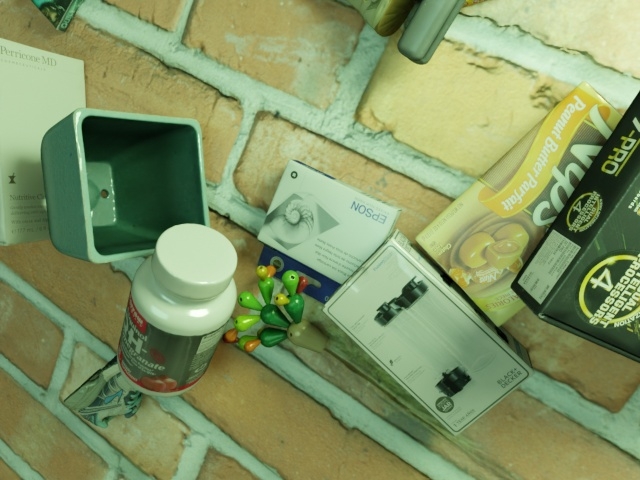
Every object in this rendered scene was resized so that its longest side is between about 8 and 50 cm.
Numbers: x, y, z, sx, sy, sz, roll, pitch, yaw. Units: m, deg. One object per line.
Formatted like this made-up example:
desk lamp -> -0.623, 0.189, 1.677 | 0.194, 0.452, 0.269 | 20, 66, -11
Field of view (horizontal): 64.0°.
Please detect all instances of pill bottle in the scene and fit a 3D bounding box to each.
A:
pill bottle -> -0.251, 0.126, 0.908 | 0.176, 0.176, 0.319 | 40, 130, 14

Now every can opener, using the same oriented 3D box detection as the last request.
can opener -> 0.223, -0.376, 0.729 | 0.095, 0.076, 0.283 | 37, 111, 15

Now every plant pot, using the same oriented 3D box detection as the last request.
plant pot -> -0.392, -0.096, 0.972 | 0.252, 0.247, 0.248 | 0, 96, 39

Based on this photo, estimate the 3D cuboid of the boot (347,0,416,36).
boot -> 0.102, -0.450, 0.786 | 0.165, 0.077, 0.213 | 49, 124, 25

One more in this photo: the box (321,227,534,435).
box -> 0.166, 0.140, 0.810 | 0.290, 0.087, 0.169 | 42, 110, 3

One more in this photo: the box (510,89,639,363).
box -> 0.472, -0.029, 0.614 | 0.318, 0.097, 0.395 | 24, 107, -14

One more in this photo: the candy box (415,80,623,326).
candy box -> 0.319, -0.046, 0.749 | 0.316, 0.087, 0.183 | -45, 80, 19

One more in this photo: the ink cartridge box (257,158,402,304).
ink cartridge box -> 0.000, 0.000, 0.912 | 0.223, 0.045, 0.224 | 27, 105, 18

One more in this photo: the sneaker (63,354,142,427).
sneaker -> -0.417, 0.308, 1.106 | 0.283, 0.110, 0.122 | -37, 99, 24

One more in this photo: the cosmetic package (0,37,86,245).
cosmetic package -> -0.616, -0.196, 1.062 | 0.156, 0.217, 0.385 | 4, 99, 23

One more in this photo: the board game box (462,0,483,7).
board game box -> 0.204, -0.491, 0.783 | 0.124, 0.039, 0.260 | -9, 90, 24

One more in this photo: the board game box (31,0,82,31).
board game box -> -0.545, -0.562, 1.093 | 0.126, 0.026, 0.186 | 47, 110, 13

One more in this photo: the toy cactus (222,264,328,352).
toy cactus -> -0.071, 0.144, 0.936 | 0.180, 0.112, 0.219 | 32, 113, -8
